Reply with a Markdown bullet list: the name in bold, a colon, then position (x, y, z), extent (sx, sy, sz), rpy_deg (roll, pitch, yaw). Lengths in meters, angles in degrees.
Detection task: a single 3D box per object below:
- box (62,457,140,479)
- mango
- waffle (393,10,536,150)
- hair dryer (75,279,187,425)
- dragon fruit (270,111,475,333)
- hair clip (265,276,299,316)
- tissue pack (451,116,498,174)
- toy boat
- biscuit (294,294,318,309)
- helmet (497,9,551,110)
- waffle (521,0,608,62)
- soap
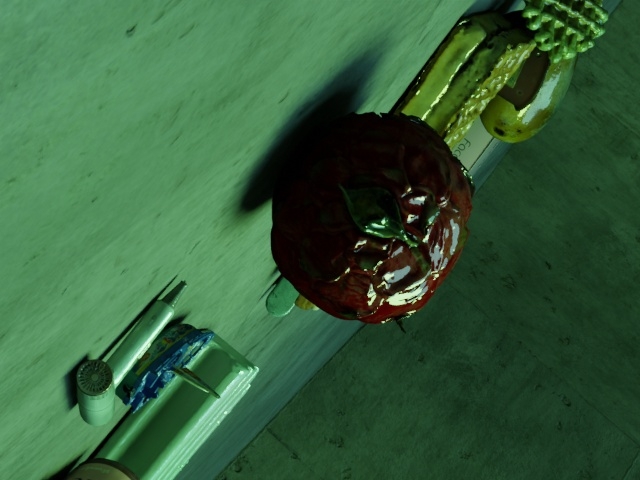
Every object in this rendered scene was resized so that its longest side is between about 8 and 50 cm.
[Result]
- **box**: position (-0.307, 0.372, 1.686), extent (0.151, 0.151, 0.135), rpy_deg (-53, 179, 25)
- **mango**: position (0.389, -0.320, 2.262), extent (0.316, 0.146, 0.193), rpy_deg (-60, 174, 8)
- **waffle**: position (0.176, -0.191, 1.877), extent (0.308, 0.091, 0.213), rpy_deg (-54, 171, 22)
- **hair dryer**: position (-0.204, 0.119, 1.429), extent (0.183, 0.044, 0.155), rpy_deg (-49, 175, -22)
- **dragon fruit**: position (0.066, -0.031, 1.490), extent (0.244, 0.244, 0.299), rpy_deg (-55, 180, 34)
- **hair clip**: position (0.000, 0.000, 2.015), extent (0.275, 0.048, 0.083), rpy_deg (-58, 171, 23)
- **tissue pack**: position (0.295, -0.200, 2.484), extent (0.246, 0.092, 0.148), rpy_deg (-55, 172, 32)
- **toy boat**: position (-0.168, 0.163, 1.572), extent (0.091, 0.110, 0.175), rpy_deg (-54, 173, 35)
- **biscuit**: position (0.033, 0.022, 1.956), extent (0.205, 0.049, 0.324), rpy_deg (-56, 174, 6)
- **helmet**: position (0.303, -0.300, 1.984), extent (0.175, 0.106, 0.155), rpy_deg (-58, -168, 38)
- **waffle**: position (0.362, -0.358, 1.898), extent (0.183, 0.169, 0.036), rpy_deg (-40, -161, -32)
- **soap**: position (-0.216, 0.265, 1.846), extent (0.289, 0.095, 0.173), rpy_deg (-50, 172, 3)
